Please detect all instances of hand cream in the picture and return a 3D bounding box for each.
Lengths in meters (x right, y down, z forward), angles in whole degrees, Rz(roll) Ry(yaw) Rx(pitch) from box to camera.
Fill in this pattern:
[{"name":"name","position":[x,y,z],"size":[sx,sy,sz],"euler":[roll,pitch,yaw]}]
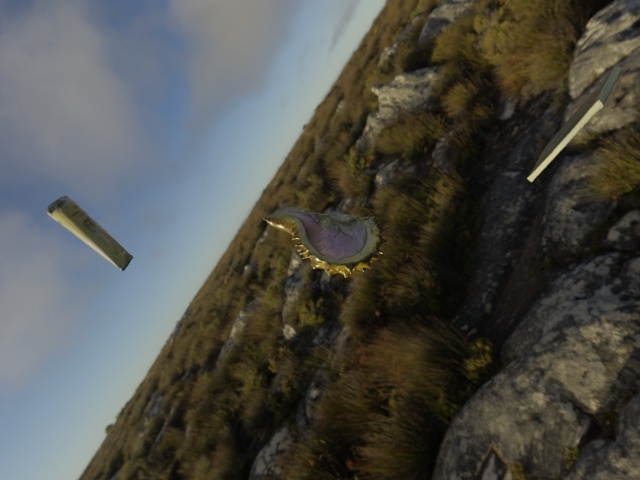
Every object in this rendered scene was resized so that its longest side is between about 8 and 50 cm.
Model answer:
[{"name":"hand cream","position":[-0.355,-0.010,0.638],"size":[0.039,0.143,0.061],"euler":[-42,23,3]}]

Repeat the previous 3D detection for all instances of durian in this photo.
[{"name":"durian","position":[0.002,0.001,0.742],"size":[0.078,0.224,0.140],"euler":[92,-161,-57]}]

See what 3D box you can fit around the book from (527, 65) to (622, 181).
[{"name":"book","position":[0.471,-0.212,0.767],"size":[0.138,0.016,0.198],"euler":[-48,-14,-30]}]
